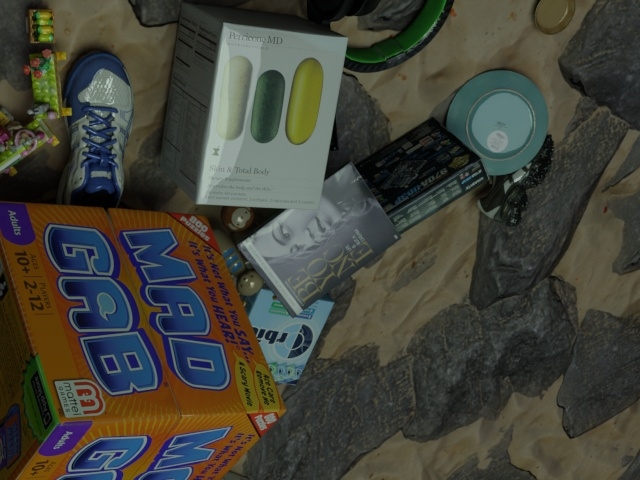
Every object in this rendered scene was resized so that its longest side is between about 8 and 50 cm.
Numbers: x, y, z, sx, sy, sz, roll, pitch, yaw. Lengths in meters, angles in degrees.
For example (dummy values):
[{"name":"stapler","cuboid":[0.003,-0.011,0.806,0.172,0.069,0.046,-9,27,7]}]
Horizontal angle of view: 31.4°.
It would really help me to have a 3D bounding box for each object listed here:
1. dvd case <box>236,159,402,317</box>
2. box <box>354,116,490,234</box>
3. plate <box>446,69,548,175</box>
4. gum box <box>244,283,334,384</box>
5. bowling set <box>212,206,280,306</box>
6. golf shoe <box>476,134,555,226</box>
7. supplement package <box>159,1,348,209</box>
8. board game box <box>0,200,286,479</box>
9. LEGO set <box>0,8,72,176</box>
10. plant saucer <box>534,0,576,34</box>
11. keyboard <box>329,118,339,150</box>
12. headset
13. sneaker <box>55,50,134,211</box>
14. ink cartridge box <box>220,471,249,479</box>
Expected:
[{"name":"dvd case","cuboid":[0.000,0.000,1.802,0.221,0.018,0.164,-36,117,-1]},{"name":"box","cuboid":[0.147,-0.102,1.922,0.220,0.175,0.051,-32,128,-6]},{"name":"plate","cuboid":[0.314,-0.204,1.998,0.188,0.024,0.188,-3,105,-10]},{"name":"gum box","cuboid":[-0.081,0.167,2.057,0.157,0.041,0.184,13,113,-31]},{"name":"bowling set","cuboid":[-0.101,0.024,1.845,0.287,0.154,0.200,-42,165,4]},{"name":"golf shoe","cuboid":[0.356,-0.122,2.077,0.198,0.094,0.077,-55,145,-20]},{"name":"supplement package","cuboid":[-0.105,-0.202,1.703,0.199,0.198,0.263,2,109,-25]},{"name":"board game box","cuboid":[-0.336,0.199,1.655,0.356,0.357,0.356,3,140,-41]},{"name":"LEGO set","cuboid":[-0.429,-0.185,1.613,0.132,0.107,0.287,33,104,-5]},{"name":"plant saucer","cuboid":[0.403,-0.397,1.969,0.083,0.015,0.083,-12,124,-19]},{"name":"keyboard","cuboid":[-0.064,-0.165,1.881,0.192,0.038,0.100,-6,98,-21]},{"name":"headset","cuboid":[0.077,-0.442,1.738,0.243,0.185,0.394,-26,142,-13]},{"name":"sneaker","cuboid":[-0.327,-0.131,1.706,0.111,0.131,0.296,-2,118,-23]},{"name":"ink cartridge box","cuboid":[-0.230,0.496,2.082,0.273,0.198,0.115,30,103,-35]}]
